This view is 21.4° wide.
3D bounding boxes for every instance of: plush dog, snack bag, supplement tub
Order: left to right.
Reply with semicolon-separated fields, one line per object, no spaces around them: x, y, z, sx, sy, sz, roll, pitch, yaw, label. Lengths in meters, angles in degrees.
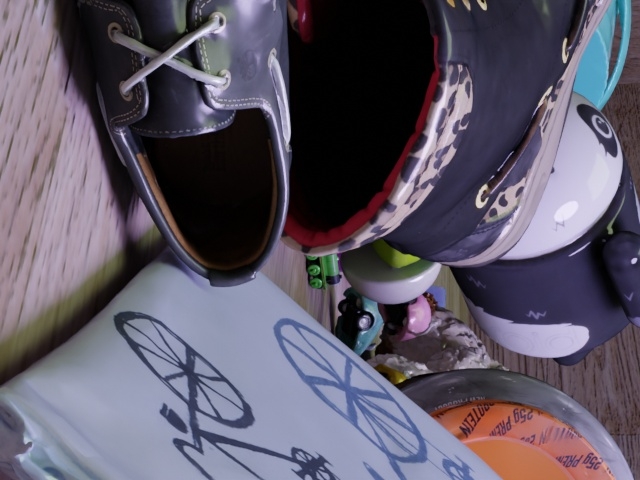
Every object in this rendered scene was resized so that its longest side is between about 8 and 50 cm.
0.034;0.132;0.648;0.323;0.037;0.342;41;12;-1;snack bag
0.116;0.148;1.514;0.225;0.211;0.262;-119;-166;-48;plush dog
0.094;0.178;1.076;0.316;0.194;0.193;85;2;-85;supplement tub

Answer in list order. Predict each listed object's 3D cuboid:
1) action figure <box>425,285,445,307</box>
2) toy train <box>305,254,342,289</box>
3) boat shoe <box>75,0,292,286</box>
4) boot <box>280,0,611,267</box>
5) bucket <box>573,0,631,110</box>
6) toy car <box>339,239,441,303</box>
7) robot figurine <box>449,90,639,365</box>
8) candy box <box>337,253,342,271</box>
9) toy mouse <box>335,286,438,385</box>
0.184;0.227;1.960;0.330;0.179;0.341;93;1;-62;action figure
0.000;0.000;1.209;0.017;0.024;0.083;-82;166;-55;toy train
-0.049;-0.078;0.648;0.233;0.084;0.079;81;5;-48;boat shoe
0.076;-0.160;0.989;0.284;0.138;0.377;-7;114;-67;boot
0.165;-0.223;1.649;0.281;0.281;0.183;79;17;-45;bucket
0.069;-0.054;1.245;0.182;0.136;0.159;-110;-169;-57;toy car
0.190;-0.013;1.440;0.278;0.209;0.173;62;32;-49;robot figurine
0.054;-0.062;1.453;0.233;0.071;0.159;-35;122;-82;candy box
0.050;0.063;1.308;0.161;0.031;0.143;-45;-132;53;toy mouse
